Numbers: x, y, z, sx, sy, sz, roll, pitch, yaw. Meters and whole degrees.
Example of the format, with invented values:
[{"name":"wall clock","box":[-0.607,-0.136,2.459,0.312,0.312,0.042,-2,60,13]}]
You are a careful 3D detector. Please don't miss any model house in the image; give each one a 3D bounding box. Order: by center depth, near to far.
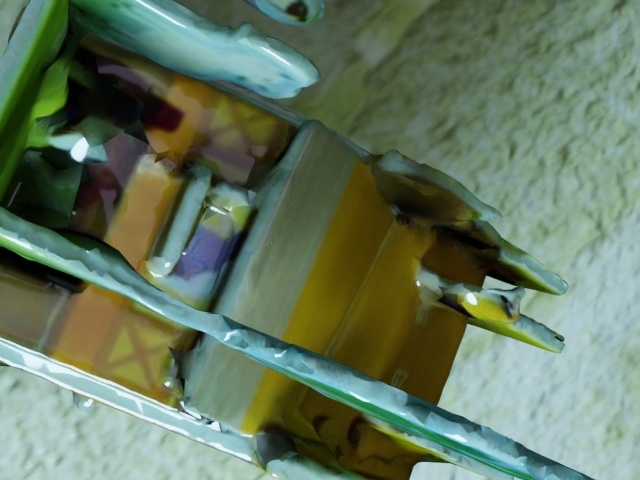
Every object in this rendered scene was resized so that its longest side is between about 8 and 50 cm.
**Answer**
[{"name":"model house","box":[0.000,0.000,0.481,0.312,0.357,0.242,22,80,-13]}]
